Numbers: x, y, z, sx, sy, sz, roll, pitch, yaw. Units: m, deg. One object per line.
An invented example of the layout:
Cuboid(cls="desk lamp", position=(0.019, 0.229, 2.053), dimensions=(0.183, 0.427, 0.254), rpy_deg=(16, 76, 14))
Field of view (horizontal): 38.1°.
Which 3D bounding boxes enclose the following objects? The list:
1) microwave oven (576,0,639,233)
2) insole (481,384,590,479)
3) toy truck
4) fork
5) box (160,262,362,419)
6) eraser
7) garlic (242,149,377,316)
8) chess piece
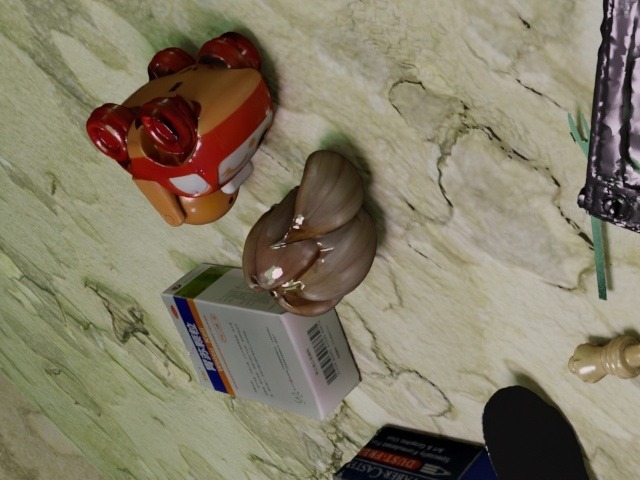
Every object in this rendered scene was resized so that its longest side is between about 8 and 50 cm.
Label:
Cuboid(cls="microwave oven", position=(0.314, -0.129, 0.723), dimensions=(0.178, 0.188, 0.247), rpy_deg=(22, 137, 33))
Cuboid(cls="insole", position=(0.322, 0.335, 1.228), dimensions=(0.348, 0.119, 0.009), rpy_deg=(52, -179, -12))
Cuboid(cls="toy truck", position=(-0.160, -0.127, 1.243), dimensions=(0.265, 0.189, 0.239), rpy_deg=(0, 133, 46))
Cuboid(cls="fork", position=(0.291, -0.035, 0.981), dimensions=(0.039, 0.021, 0.235), rpy_deg=(18, 136, 42))
Cuboid(cls="box", position=(-0.100, 0.157, 1.498), dimensions=(0.299, 0.106, 0.200), rpy_deg=(5, 124, 43))
Cuboid(cls="eraser", position=(0.173, 0.374, 1.367), dimensions=(0.332, 0.155, 0.101), rpy_deg=(0, 121, 47))
Cuboid(cls="garlic", position=(0.000, 0.000, 1.212), dimensions=(0.160, 0.191, 0.214), rpy_deg=(31, 136, -17))
Cuboid(cls="chess piece", position=(0.349, 0.131, 1.044), dimensions=(0.060, 0.060, 0.172), rpy_deg=(54, 147, -8))
